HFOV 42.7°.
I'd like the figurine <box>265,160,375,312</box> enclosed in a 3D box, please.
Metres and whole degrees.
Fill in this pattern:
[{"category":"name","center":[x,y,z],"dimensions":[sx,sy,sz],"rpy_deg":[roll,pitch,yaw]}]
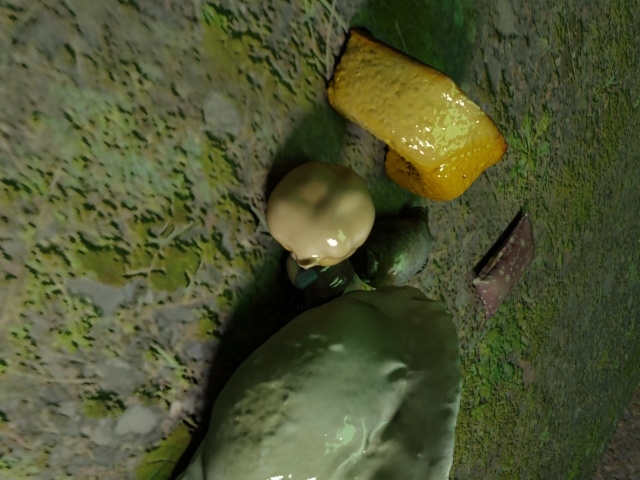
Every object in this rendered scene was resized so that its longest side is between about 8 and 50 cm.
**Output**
[{"category":"figurine","center":[0.000,0.000,0.873],"dimensions":[0.114,0.108,0.196],"rpy_deg":[-35,154,-24]}]

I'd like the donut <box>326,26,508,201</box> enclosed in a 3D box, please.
[{"category":"donut","center":[0.121,-0.120,0.902],"dimensions":[0.101,0.152,0.259],"rpy_deg":[-54,143,-5]}]

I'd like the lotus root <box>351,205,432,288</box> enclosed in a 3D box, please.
[{"category":"lotus root","center":[0.097,0.009,1.014],"dimensions":[0.165,0.088,0.088],"rpy_deg":[-35,136,-52]}]

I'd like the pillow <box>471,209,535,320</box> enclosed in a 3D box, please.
[{"category":"pillow","center":[0.312,0.044,1.359],"dimensions":[0.185,0.043,0.118],"rpy_deg":[-48,140,-26]}]

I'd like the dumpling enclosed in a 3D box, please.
[{"category":"dumpling","center":[-0.015,0.199,0.850],"dimensions":[0.212,0.270,0.321],"rpy_deg":[21,111,-13]}]
